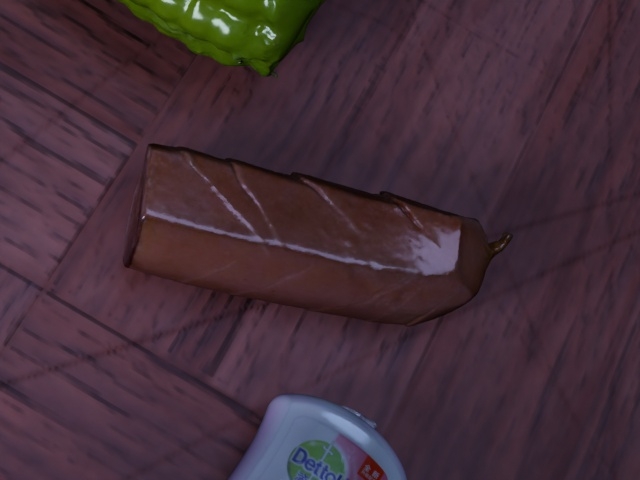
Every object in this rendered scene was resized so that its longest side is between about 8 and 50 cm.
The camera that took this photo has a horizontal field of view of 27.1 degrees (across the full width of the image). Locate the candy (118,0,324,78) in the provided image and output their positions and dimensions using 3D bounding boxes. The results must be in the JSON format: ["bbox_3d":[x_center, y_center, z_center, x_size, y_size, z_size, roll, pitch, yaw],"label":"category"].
[{"bbox_3d":[-0.088,-0.158,0.615,0.209,0.097,0.096,29,64,4],"label":"candy"}]

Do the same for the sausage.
[{"bbox_3d":[0.000,0.000,0.597,0.169,0.065,0.065,12,67,-12],"label":"sausage"}]

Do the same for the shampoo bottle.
[{"bbox_3d":[-0.008,0.112,0.560,0.072,0.043,0.099,36,64,-2],"label":"shampoo bottle"}]
